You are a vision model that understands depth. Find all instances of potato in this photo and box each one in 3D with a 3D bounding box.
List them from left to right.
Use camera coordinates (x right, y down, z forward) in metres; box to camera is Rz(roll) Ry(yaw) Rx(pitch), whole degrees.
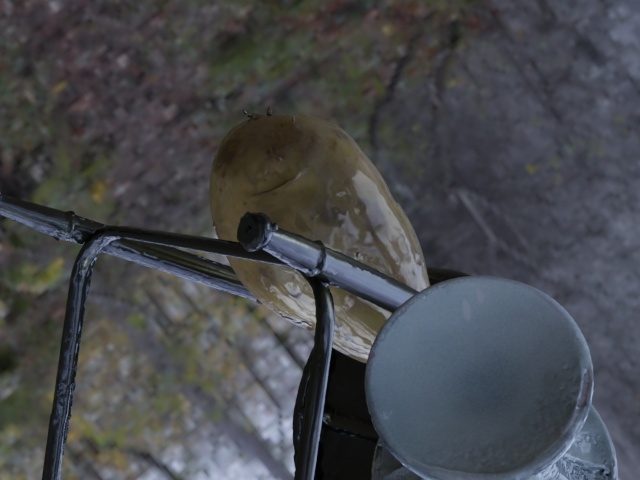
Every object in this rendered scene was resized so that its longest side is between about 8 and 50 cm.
[{"bbox_3d":[0.003,-0.003,1.322,0.161,0.234,0.128,-62,-165,-25],"label":"potato"}]

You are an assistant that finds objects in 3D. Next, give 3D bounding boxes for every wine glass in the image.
[{"bbox_3d":[0.098,0.119,0.955,0.165,0.165,0.196,-39,151,-10],"label":"wine glass"}]

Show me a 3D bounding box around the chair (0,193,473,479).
[{"bbox_3d":[-0.041,0.163,1.297,0.410,0.362,0.364,7,180,-45],"label":"chair"}]
